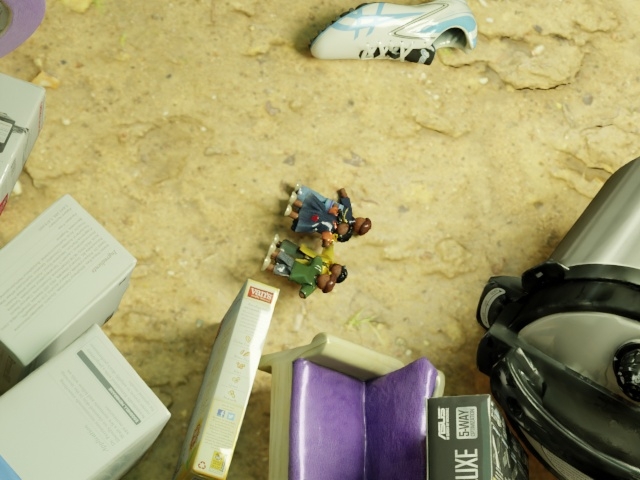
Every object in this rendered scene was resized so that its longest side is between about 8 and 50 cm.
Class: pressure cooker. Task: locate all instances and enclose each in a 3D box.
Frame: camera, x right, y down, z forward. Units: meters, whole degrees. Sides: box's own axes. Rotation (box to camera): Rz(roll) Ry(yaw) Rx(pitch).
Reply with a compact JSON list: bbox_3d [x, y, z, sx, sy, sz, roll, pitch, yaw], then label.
[{"bbox_3d":[0.405,0.126,1.904,0.420,0.370,0.375,-49,118,-39],"label":"pressure cooker"}]

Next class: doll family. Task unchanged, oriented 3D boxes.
[{"bbox_3d":[0.000,0.000,2.043,0.111,0.076,0.193,22,63,-1],"label":"doll family"}]

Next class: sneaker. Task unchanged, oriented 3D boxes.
[{"bbox_3d":[0.101,-0.271,2.165,0.237,0.085,0.086,-12,69,-18],"label":"sneaker"}]

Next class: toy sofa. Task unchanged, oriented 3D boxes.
[{"bbox_3d":[0.030,0.296,1.854,0.150,0.177,0.362,23,61,-43],"label":"toy sofa"}]

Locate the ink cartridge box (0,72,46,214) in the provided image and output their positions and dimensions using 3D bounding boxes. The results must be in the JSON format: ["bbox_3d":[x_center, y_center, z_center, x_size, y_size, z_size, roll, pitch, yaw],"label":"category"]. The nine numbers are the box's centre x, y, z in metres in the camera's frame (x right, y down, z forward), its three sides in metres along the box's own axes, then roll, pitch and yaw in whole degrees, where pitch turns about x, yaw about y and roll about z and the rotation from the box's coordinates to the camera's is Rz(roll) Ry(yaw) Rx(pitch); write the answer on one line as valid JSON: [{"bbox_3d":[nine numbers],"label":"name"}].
[{"bbox_3d":[-0.389,-0.111,1.958,0.063,0.109,0.150,21,66,-3],"label":"ink cartridge box"}]

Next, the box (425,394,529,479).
[{"bbox_3d":[0.185,0.329,1.844,0.077,0.307,0.242,-4,70,14],"label":"box"}]

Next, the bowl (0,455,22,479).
[{"bbox_3d":[-0.388,0.318,1.655,0.391,0.391,0.077,48,51,6],"label":"bowl"}]

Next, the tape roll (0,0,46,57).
[{"bbox_3d":[-0.468,-0.279,1.909,0.275,0.275,0.090,-16,74,-20],"label":"tape roll"}]

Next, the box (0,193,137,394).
[{"bbox_3d":[-0.323,0.070,1.869,0.119,0.181,0.182,44,65,4],"label":"box"}]

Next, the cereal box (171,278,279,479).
[{"bbox_3d":[-0.114,0.181,1.889,0.047,0.173,0.240,20,67,-7],"label":"cereal box"}]

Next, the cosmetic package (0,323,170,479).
[{"bbox_3d":[-0.305,0.238,1.786,0.225,0.224,0.138,-37,82,-24],"label":"cosmetic package"}]
